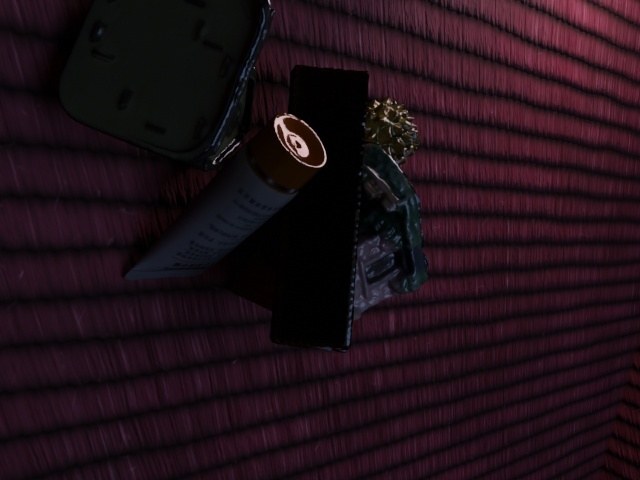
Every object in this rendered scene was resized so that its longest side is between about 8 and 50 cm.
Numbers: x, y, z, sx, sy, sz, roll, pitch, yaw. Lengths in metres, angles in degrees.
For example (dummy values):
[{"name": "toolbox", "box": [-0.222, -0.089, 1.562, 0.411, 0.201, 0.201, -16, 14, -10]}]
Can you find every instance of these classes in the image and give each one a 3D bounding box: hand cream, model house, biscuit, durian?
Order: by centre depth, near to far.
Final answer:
[{"name": "model house", "box": [-0.156, -0.197, 1.055, 0.278, 0.204, 0.218, 32, 82, -82]}, {"name": "hand cream", "box": [-0.117, -0.032, 1.113, 0.314, 0.089, 0.139, -42, 155, 29]}, {"name": "biscuit", "box": [-0.001, -0.048, 1.148, 0.073, 0.107, 0.389, 122, -27, -81]}, {"name": "model house", "box": [0.000, 0.000, 1.259, 0.237, 0.202, 0.237, -29, 123, -29]}, {"name": "durian", "box": [0.095, -0.139, 1.422, 0.224, 0.078, 0.140, -57, 140, -17]}]
